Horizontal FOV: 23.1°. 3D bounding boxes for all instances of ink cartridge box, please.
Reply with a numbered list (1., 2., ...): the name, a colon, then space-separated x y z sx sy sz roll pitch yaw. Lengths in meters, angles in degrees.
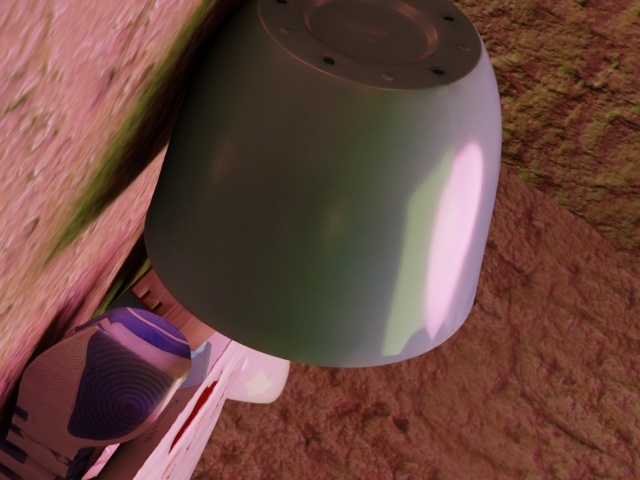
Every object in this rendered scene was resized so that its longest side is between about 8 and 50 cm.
1. ink cartridge box: -0.198 0.246 1.554 0.308 0.091 0.385 -56 172 -51

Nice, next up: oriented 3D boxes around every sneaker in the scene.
1. sneaker: -0.234 0.148 1.590 0.315 0.127 0.182 -47 -172 37

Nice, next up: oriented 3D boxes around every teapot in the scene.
1. teapot: -0.156 0.135 2.401 0.256 0.252 0.187 -164 -92 -75

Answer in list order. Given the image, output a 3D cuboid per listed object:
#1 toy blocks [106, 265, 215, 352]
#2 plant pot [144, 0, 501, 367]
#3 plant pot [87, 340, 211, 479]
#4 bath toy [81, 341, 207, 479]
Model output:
1. toy blocks: -0.127 0.032 1.800 0.261 0.191 0.381 -44 -176 23
2. plant pot: 0.016 -0.080 1.283 0.293 0.293 0.235 -55 164 -50
3. plant pot: -0.249 0.227 2.135 0.234 0.165 0.165 -62 -178 -22
4. bath toy: -0.273 0.231 1.925 0.348 0.129 0.151 -56 146 -36
